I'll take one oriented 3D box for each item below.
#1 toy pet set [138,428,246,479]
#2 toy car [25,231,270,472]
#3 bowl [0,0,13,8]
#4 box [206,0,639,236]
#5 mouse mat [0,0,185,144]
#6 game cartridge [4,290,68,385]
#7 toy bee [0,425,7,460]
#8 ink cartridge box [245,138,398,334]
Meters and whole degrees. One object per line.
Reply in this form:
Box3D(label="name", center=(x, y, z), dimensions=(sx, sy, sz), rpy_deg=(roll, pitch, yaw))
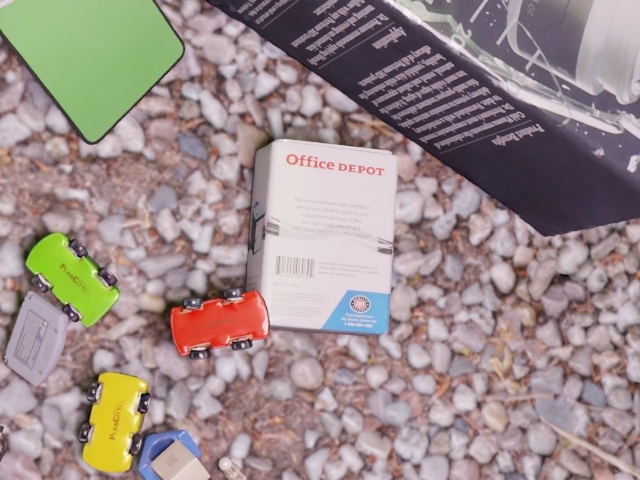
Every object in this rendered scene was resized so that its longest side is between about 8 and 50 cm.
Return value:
Box3D(label="toy pet set", center=(-0.142, 0.252, 1.522), dimensions=(0.122, 0.065, 0.114), rpy_deg=(-41, 132, -14))
Box3D(label="toy car", center=(-0.198, 0.081, 1.499), dimensions=(0.239, 0.053, 0.225), rpy_deg=(-44, 90, 0))
Box3D(label="bowl", center=(-0.394, -0.339, 1.430), dimensions=(0.311, 0.163, 0.311), rpy_deg=(1, 85, -18))
Box3D(label="box", center=(0.221, -0.334, 1.563), dimensions=(0.472, 0.297, 0.480), rpy_deg=(34, 76, -14))
Box3D(label="mouse mat", center=(-0.227, -0.206, 1.503), dimensions=(0.152, 0.007, 0.189), rpy_deg=(-48, 131, -16))
Box3D(label="game cartridge", center=(-0.277, 0.098, 1.471), dimensions=(0.056, 0.017, 0.083), rpy_deg=(34, 114, 25))
Box3D(label="toy bee", center=(-0.423, 0.098, 1.383), dimensions=(0.195, 0.298, 0.162), rpy_deg=(-18, 55, -8))
Box3D(label="ink cartridge box", center=(0.000, 0.000, 1.567), dimensions=(0.140, 0.082, 0.190), rpy_deg=(6, 82, -17))
